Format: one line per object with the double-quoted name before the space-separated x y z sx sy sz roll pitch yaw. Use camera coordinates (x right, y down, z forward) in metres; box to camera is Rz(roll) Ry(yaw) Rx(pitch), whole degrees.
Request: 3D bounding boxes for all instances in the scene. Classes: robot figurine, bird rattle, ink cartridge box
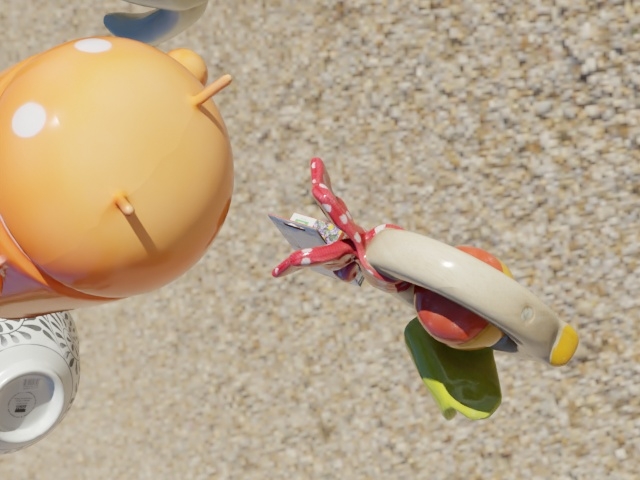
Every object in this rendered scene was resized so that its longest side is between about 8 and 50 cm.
"robot figurine" -0.128 -0.029 0.620 0.219 0.158 0.128 -12 84 50
"bird rattle" 0.096 0.030 0.992 0.253 0.143 0.207 45 162 -28
"ink cartridge box" 0.000 0.000 1.210 0.063 0.029 0.115 17 158 33

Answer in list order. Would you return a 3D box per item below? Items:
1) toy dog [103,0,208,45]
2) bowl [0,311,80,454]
"toy dog" -0.236 -0.420 1.181 0.408 0.284 0.395 33 147 17
"bowl" -0.277 0.130 1.108 0.080 0.170 0.170 33 126 46
